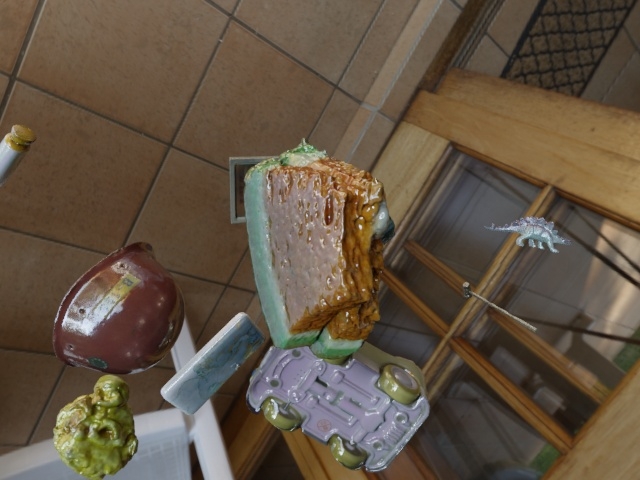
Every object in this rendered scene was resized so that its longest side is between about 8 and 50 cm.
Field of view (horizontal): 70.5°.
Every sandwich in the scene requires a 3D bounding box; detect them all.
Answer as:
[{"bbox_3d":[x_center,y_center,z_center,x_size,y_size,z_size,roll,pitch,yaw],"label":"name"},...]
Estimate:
[{"bbox_3d":[-0.005,0.011,0.551,0.109,0.212,0.292,-4,97,-34],"label":"sandwich"}]

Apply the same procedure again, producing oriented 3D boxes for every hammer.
[{"bbox_3d":[0.562,0.216,1.437,0.029,0.292,0.058,-31,123,-16],"label":"hammer"}]

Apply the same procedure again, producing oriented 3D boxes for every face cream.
[{"bbox_3d":[-0.692,-0.177,0.996,0.182,0.072,0.051,-39,127,22],"label":"face cream"}]

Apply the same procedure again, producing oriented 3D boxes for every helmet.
[{"bbox_3d":[-0.492,0.211,1.238,0.385,0.230,0.337,-56,162,-36],"label":"helmet"}]

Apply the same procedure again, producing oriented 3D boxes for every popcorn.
[{"bbox_3d":[-0.674,0.567,1.353,0.225,0.174,0.285,-12,97,-52],"label":"popcorn"}]

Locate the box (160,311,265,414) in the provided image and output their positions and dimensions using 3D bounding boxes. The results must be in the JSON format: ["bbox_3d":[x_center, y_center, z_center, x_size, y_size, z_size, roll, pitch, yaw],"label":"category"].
[{"bbox_3d":[-0.275,0.324,1.195,0.285,0.044,0.142,-44,135,-17],"label":"box"}]

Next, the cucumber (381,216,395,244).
[{"bbox_3d":[0.098,-0.031,1.028,0.115,0.116,0.062,-34,159,-17],"label":"cucumber"}]

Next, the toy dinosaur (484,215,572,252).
[{"bbox_3d":[0.525,-0.022,1.149,0.039,0.209,0.082,-2,101,-72],"label":"toy dinosaur"}]

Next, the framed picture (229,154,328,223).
[{"bbox_3d":[-0.126,-0.154,1.360,0.290,0.020,0.211,-5,125,-17],"label":"framed picture"}]

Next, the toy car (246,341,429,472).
[{"bbox_3d":[0.042,0.295,0.972,0.336,0.226,0.242,31,106,-2],"label":"toy car"}]
